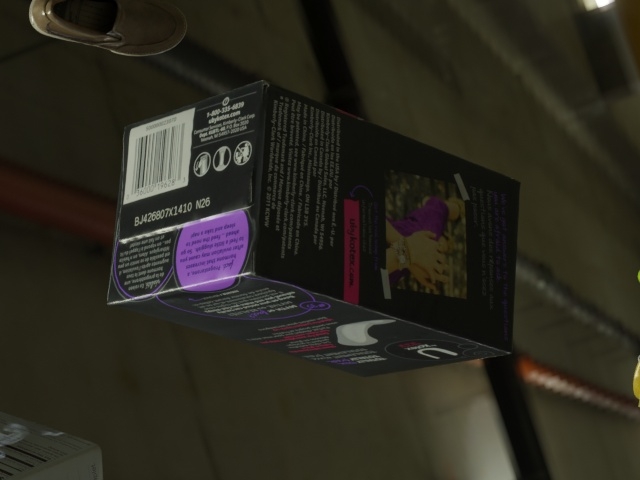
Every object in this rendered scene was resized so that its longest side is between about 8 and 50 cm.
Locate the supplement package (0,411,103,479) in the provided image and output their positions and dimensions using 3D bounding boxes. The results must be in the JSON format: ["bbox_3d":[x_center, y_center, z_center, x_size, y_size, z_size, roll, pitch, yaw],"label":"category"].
[{"bbox_3d":[-0.247,0.224,1.164,0.203,0.149,0.194,-19,-67,-46],"label":"supplement package"}]

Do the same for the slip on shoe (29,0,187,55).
[{"bbox_3d":[-0.170,-0.182,1.608,0.041,0.135,0.051,-3,80,63],"label":"slip on shoe"}]

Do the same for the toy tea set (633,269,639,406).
[{"bbox_3d":[0.328,-0.009,1.787,0.200,0.124,0.336,-31,-47,-43],"label":"toy tea set"}]

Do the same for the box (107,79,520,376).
[{"bbox_3d":[0.000,0.000,1.444,0.270,0.165,0.143,19,-112,-42],"label":"box"}]
